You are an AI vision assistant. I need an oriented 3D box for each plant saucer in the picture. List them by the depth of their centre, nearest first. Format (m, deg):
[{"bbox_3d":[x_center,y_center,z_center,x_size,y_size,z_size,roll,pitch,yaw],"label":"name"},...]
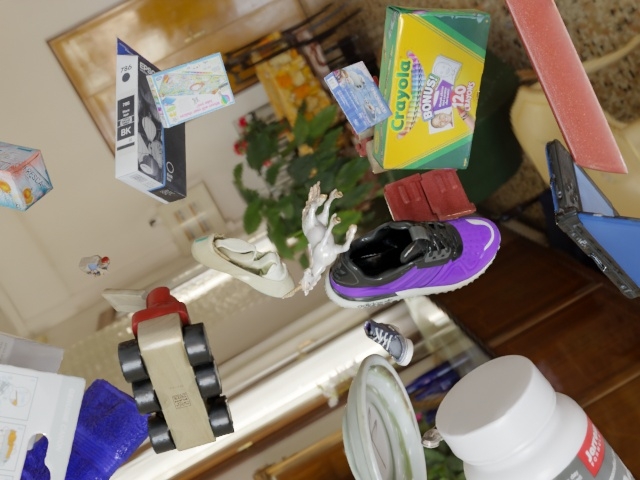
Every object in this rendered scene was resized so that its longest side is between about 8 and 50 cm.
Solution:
[{"bbox_3d":[0.285,-0.194,0.899,0.259,0.047,0.259,67,-160,0],"label":"plant saucer"},{"bbox_3d":[0.137,0.471,1.764,0.400,0.100,0.401,53,-153,-42],"label":"plant saucer"}]

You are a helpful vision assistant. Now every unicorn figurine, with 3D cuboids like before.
[{"bbox_3d":[0.000,0.000,1.046,0.060,0.111,0.162,23,-145,-18],"label":"unicorn figurine"}]

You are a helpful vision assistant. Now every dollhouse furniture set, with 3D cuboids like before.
[{"bbox_3d":[0.180,-0.146,1.566,0.201,0.152,0.374,78,175,-63],"label":"dollhouse furniture set"}]

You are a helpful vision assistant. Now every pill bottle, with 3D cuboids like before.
[{"bbox_3d":[0.275,0.285,0.896,0.283,0.161,0.161,52,178,-11],"label":"pill bottle"}]

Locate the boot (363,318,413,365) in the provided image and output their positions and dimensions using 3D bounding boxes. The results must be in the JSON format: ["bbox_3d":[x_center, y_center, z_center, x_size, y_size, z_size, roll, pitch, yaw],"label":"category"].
[{"bbox_3d":[0.164,0.252,1.876,0.086,0.069,0.190,19,-173,-14],"label":"boot"}]

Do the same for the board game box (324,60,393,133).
[{"bbox_3d":[0.055,-0.202,1.060,0.090,0.020,0.090,59,-143,-4],"label":"board game box"}]

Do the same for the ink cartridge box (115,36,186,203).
[{"bbox_3d":[-0.353,-0.257,1.572,0.165,0.065,0.333,29,-131,-59],"label":"ink cartridge box"}]

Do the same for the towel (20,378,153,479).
[{"bbox_3d":[-0.494,0.428,1.514,0.227,0.308,0.076,14,145,43],"label":"towel"}]

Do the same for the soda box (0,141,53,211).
[{"bbox_3d":[-0.441,-0.093,0.976,0.183,0.058,0.063,13,131,21],"label":"soda box"}]

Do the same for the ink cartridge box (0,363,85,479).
[{"bbox_3d":[-0.556,0.313,1.049,0.091,0.384,0.308,132,147,-59],"label":"ink cartridge box"}]

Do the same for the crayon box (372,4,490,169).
[{"bbox_3d":[0.192,-0.269,1.342,0.081,0.165,0.279,-115,26,-62],"label":"crayon box"}]

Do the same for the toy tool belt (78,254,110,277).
[{"bbox_3d":[-0.536,0.063,1.814,0.051,0.083,0.052,67,-157,-45],"label":"toy tool belt"}]

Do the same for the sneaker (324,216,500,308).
[{"bbox_3d":[0.152,0.017,1.143,0.146,0.293,0.102,96,153,-61],"label":"sneaker"}]

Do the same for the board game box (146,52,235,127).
[{"bbox_3d":[-0.250,-0.293,1.466,0.026,0.154,0.104,13,124,54],"label":"board game box"}]

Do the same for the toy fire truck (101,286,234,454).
[{"bbox_3d":[-0.237,0.165,1.128,0.246,0.158,0.217,-113,10,-57],"label":"toy fire truck"}]

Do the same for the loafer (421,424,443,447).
[{"bbox_3d":[0.283,0.480,1.873,0.125,0.045,0.039,-2,-77,-63],"label":"loafer"}]

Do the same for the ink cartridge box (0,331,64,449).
[{"bbox_3d":[-0.654,0.248,1.360,0.197,0.269,0.198,64,-141,-74],"label":"ink cartridge box"}]

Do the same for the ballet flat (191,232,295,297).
[{"bbox_3d":[-0.131,0.045,1.469,0.248,0.086,0.086,22,-160,-33],"label":"ballet flat"}]

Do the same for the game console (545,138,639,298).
[{"bbox_3d":[0.512,-0.027,1.211,0.293,0.173,0.250,36,-136,-39],"label":"game console"}]
